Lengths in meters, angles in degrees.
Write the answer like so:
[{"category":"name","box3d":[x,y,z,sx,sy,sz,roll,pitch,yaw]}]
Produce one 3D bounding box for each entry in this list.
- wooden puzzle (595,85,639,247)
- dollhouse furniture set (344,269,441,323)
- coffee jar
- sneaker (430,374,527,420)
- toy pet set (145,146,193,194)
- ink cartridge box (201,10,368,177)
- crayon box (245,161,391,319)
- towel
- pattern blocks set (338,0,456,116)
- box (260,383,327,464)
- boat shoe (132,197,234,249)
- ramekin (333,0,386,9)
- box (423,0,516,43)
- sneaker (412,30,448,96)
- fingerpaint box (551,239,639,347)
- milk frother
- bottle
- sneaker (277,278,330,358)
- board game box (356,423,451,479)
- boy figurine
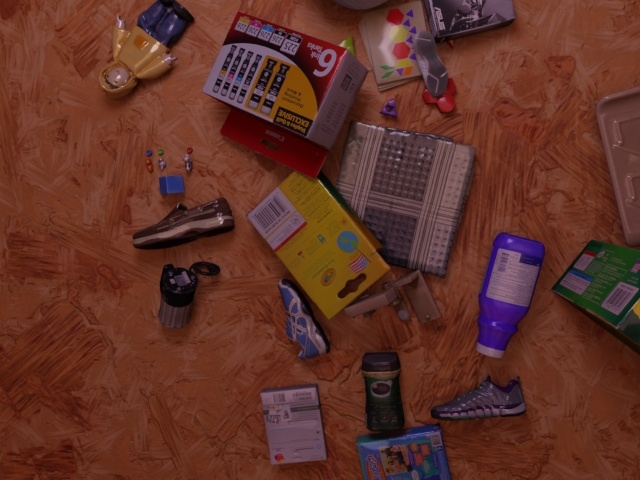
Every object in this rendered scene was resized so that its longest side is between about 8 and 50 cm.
[{"category":"wooden puzzle","box3d":[0.799,-0.186,1.383,0.322,0.080,0.348,-14,97,9]},{"category":"dollhouse furniture set","box3d":[0.169,0.167,1.447,0.144,0.151,0.123,-25,92,33]},{"category":"coffee jar","box3d":[0.150,0.361,1.507,0.096,0.079,0.185,-3,95,11]},{"category":"sneaker","box3d":[0.372,0.376,1.494,0.223,0.083,0.098,-6,71,6]},{"category":"toy pet set","box3d":[-0.378,-0.172,1.538,0.122,0.065,0.114,-4,94,8]},{"category":"ink cartridge box","box3d":[-0.095,-0.325,1.400,0.309,0.130,0.272,27,95,26]},{"category":"crayon box","box3d":[0.000,0.000,1.464,0.202,0.081,0.319,-41,81,17]},{"category":"towel","box3d":[0.188,-0.104,1.486,0.312,0.056,0.325,15,99,9]},{"category":"pattern blocks set","box3d":[0.181,-0.453,1.460,0.285,0.026,0.325,-2,94,5]},{"category":"box","box3d":[-0.065,0.459,1.564,0.145,0.038,0.186,-8,93,8]},{"category":"boat shoe","box3d":[-0.341,-0.046,1.540,0.257,0.095,0.095,-13,79,2]},{"category":"ramekin","box3d":[0.081,-0.648,1.367,0.277,0.135,0.277,-1,87,28]},{"category":"box","box3d":[0.318,-0.578,1.403,0.183,0.056,0.231,-13,90,1]},{"category":"sneaker","box3d":[0.248,-0.403,1.420,0.053,0.061,0.152,-22,111,-1]},{"category":"fingerpaint box","box3d":[0.708,0.177,1.235,0.371,0.445,0.163,37,97,4]},{"category":"milk frother","box3d":[-0.325,0.126,1.547,0.143,0.129,0.135,2,134,-20]},{"category":"bottle","box3d":[0.428,0.128,1.445,0.118,0.092,0.283,14,96,7]},{"category":"sneaker","box3d":[-0.056,0.193,1.519,0.081,0.080,0.211,-27,90,6]},{"category":"board game box","box3d":[0.206,0.547,1.531,0.210,0.047,0.160,-11,94,8]},{"category":"boy figurine","box3d":[-0.438,-0.468,1.511,0.177,0.092,0.285,42,95,0]}]
